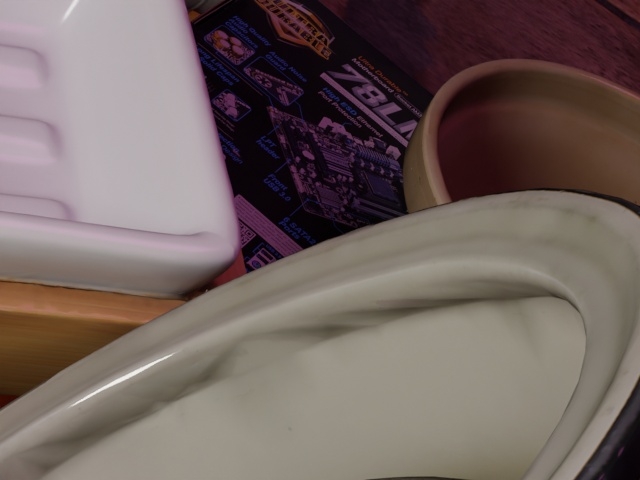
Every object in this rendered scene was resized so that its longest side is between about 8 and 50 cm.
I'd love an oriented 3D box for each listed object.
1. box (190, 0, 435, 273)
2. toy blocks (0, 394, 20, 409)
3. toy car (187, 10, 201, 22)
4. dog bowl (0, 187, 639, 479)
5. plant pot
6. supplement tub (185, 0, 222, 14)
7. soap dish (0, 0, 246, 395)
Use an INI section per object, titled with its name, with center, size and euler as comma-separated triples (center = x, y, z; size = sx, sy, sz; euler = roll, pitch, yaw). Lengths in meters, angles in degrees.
[box]
center = 0.000, 0.000, 1.080
size = 0.295, 0.073, 0.293
euler = 41, 39, 4
[toy blocks]
center = -0.180, 0.045, 0.899
size = 0.123, 0.054, 0.148
euler = 50, 30, 19
[toy car]
center = -0.119, -0.146, 1.242
size = 0.225, 0.053, 0.239
euler = 35, 29, -11
[dog bowl]
center = -0.039, 0.152, 0.593
size = 0.150, 0.408, 0.408
euler = 59, 25, -14
[plant pot]
center = 0.137, 0.021, 1.016
size = 0.237, 0.109, 0.237
euler = 19, 42, -18
[supplement tub]
center = -0.104, -0.198, 1.204
size = 0.107, 0.071, 0.071
euler = 27, 31, -23
[soap dish]
center = -0.167, -0.054, 0.865
size = 0.229, 0.118, 0.291
euler = 7, 42, -23
